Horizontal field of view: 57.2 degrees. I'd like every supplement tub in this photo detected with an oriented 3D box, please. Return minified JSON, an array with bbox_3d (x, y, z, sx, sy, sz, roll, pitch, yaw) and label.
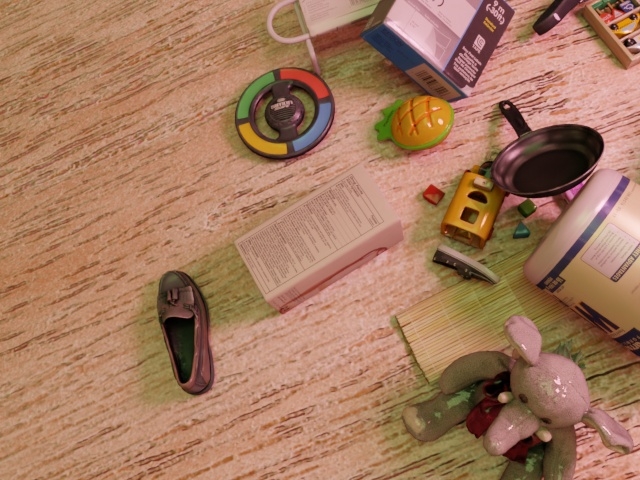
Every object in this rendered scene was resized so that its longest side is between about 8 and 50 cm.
[{"bbox_3d":[0.538,0.056,0.975,0.325,0.235,0.235,37,82,15],"label":"supplement tub"}]

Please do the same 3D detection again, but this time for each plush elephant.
[{"bbox_3d":[0.328,0.270,0.941,0.330,0.255,0.272,-43,70,-5],"label":"plush elephant"}]

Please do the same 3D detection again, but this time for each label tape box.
[{"bbox_3d":[0.269,-0.494,1.219,0.241,0.106,0.333,33,80,-21],"label":"label tape box"}]

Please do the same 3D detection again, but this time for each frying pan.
[{"bbox_3d":[0.384,-0.166,1.114,0.197,0.053,0.326,-36,32,-5],"label":"frying pan"}]

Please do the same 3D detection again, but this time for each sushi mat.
[{"bbox_3d":[0.309,0.138,1.115,0.317,0.019,0.151,-27,70,1],"label":"sushi mat"}]

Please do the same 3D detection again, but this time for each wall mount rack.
[{"bbox_3d":[0.042,-0.551,1.340,0.350,0.130,0.304,-18,73,5],"label":"wall mount rack"}]

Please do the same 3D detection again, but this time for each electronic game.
[{"bbox_3d":[-0.081,-0.287,1.313,0.229,0.048,0.229,-3,72,10],"label":"electronic game"}]

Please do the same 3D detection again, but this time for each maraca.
[{"bbox_3d":[0.194,-0.246,1.225,0.186,0.099,0.127,18,73,43],"label":"maraca"}]

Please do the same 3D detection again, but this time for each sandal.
[{"bbox_3d":[0.554,-0.525,1.254,0.054,0.097,0.254,44,87,-10],"label":"sandal"}]

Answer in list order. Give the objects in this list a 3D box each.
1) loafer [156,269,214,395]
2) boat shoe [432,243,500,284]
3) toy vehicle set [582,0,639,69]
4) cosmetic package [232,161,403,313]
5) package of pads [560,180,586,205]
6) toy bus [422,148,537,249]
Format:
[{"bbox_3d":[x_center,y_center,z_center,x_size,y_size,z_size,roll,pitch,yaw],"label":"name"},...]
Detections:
[{"bbox_3d":[-0.275,0.175,1.181,0.096,0.084,0.267,-21,70,4],"label":"loafer"},{"bbox_3d":[0.278,0.053,1.126,0.142,0.049,0.040,32,91,39],"label":"boat shoe"},{"bbox_3d":[0.716,-0.489,1.229,0.267,0.035,0.166,-28,69,1],"label":"toy vehicle set"},{"bbox_3d":[0.000,0.000,1.162,0.296,0.129,0.153,-31,68,1],"label":"cosmetic package"},{"bbox_3d":[0.505,-0.083,1.141,0.050,0.032,0.083,-27,69,-2],"label":"package of pads"},{"bbox_3d":[0.311,-0.087,1.142,0.191,0.104,0.202,-22,70,3],"label":"toy bus"}]
